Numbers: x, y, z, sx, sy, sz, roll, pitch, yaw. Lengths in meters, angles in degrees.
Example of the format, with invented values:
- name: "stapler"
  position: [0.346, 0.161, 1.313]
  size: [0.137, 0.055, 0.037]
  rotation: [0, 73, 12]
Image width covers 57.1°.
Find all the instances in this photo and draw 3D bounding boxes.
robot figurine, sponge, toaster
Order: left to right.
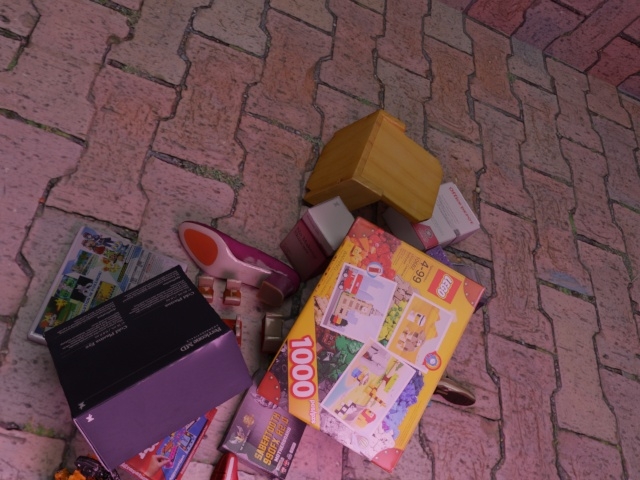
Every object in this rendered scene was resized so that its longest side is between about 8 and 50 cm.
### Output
- name: "robot figurine"
  position: [-0.437, 0.571, 1.247]
  size: [0.291, 0.211, 0.085]
  rotation: [40, 21, -2]
- name: "sponge"
  position: [0.319, 0.106, 1.913]
  size: [0.210, 0.031, 0.117]
  rotation: [-22, 56, -1]
- name: "toaster"
  position: [0.439, 0.160, 1.967]
  size: [0.227, 0.129, 0.146]
  rotation: [6, 56, -20]

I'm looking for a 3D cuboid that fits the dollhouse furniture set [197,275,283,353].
- name: "dollhouse furniture set"
  position: [-0.235, 0.251, 1.587]
  size: [0.259, 0.135, 0.262]
  rotation: [6, 59, -11]

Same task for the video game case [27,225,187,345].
- name: "video game case"
  position: [-0.536, 0.151, 1.522]
  size: [0.300, 0.036, 0.329]
  rotation: [22, 56, -15]

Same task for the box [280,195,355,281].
- name: "box"
  position: [0.000, 0.000, 1.761]
  size: [0.127, 0.232, 0.148]
  rotation: [-25, 76, -35]

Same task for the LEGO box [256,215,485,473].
- name: "LEGO box"
  position: [0.122, 0.255, 1.490]
  size: [0.373, 0.193, 0.500]
  rotation: [29, 76, 3]

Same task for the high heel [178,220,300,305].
- name: "high heel"
  position: [-0.233, 0.052, 1.720]
  size: [0.377, 0.127, 0.181]
  rotation: [38, 22, 3]

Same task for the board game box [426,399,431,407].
- name: "board game box"
  position: [0.192, 0.327, 1.770]
  size: [0.254, 0.079, 0.336]
  rotation: [12, 58, -21]

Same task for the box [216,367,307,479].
- name: "box"
  position: [-0.135, 0.476, 1.528]
  size: [0.183, 0.056, 0.231]
  rotation: [33, 52, -8]

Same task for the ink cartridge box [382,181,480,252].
- name: "ink cartridge box"
  position: [0.393, -0.070, 2.078]
  size: [0.283, 0.117, 0.207]
  rotation: [-18, 72, -33]

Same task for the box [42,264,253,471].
- name: "box"
  position: [-0.382, 0.261, 1.296]
  size: [0.343, 0.178, 0.312]
  rotation: [-28, 37, -20]

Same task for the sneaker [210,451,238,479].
- name: "sneaker"
  position: [-0.200, 0.628, 1.404]
  size: [0.128, 0.087, 0.221]
  rotation: [21, 67, -26]

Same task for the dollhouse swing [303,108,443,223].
- name: "dollhouse swing"
  position: [0.188, -0.205, 1.998]
  size: [0.305, 0.315, 0.346]
  rotation: [43, 49, -27]

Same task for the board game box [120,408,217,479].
- name: "board game box"
  position: [-0.350, 0.449, 1.369]
  size: [0.145, 0.027, 0.281]
  rotation: [35, 24, -4]

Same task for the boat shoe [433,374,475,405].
- name: "boat shoe"
  position: [0.396, 0.449, 1.818]
  size: [0.190, 0.068, 0.072]
  rotation: [26, 41, -12]
